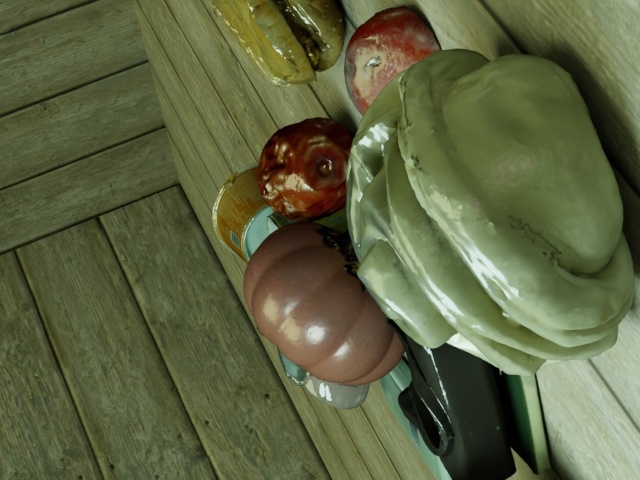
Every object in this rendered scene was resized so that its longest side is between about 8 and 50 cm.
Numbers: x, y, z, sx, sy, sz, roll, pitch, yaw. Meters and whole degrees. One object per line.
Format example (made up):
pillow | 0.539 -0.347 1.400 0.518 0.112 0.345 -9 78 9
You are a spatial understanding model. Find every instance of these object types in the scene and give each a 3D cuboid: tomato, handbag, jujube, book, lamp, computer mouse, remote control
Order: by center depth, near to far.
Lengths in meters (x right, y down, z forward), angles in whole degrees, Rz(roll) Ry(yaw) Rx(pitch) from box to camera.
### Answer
tomato | 0.086 -0.205 1.548 0.189 0.099 0.173 -169 59 -75
handbag | 0.171 0.193 1.724 0.257 0.113 0.285 -124 16 -63
book | 0.217 0.147 1.774 0.371 0.043 0.260 -135 27 -59
lamp | 0.026 0.089 1.987 0.305 0.240 0.305 37 -162 -14
jujube | -0.019 -0.118 2.019 0.250 0.174 0.174 175 73 -80
remote control | 0.181 0.323 2.225 0.296 0.056 0.140 -126 20 -53
computer mouse | 0.019 0.154 2.352 0.115 0.199 0.389 -51 39 38

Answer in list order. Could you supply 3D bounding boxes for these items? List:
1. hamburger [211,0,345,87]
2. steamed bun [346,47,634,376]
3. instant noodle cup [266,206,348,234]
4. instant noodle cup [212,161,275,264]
hamburger | -0.071 -0.358 1.840 0.259 0.144 0.283 52 171 -18
steamed bun | 0.148 -0.020 1.248 0.352 0.247 0.339 -124 17 -61
instant noodle cup | 0.000 0.000 2.205 0.205 0.153 0.205 60 166 26
instant noodle cup | -0.091 -0.029 2.371 0.172 0.215 0.216 -128 18 -64
